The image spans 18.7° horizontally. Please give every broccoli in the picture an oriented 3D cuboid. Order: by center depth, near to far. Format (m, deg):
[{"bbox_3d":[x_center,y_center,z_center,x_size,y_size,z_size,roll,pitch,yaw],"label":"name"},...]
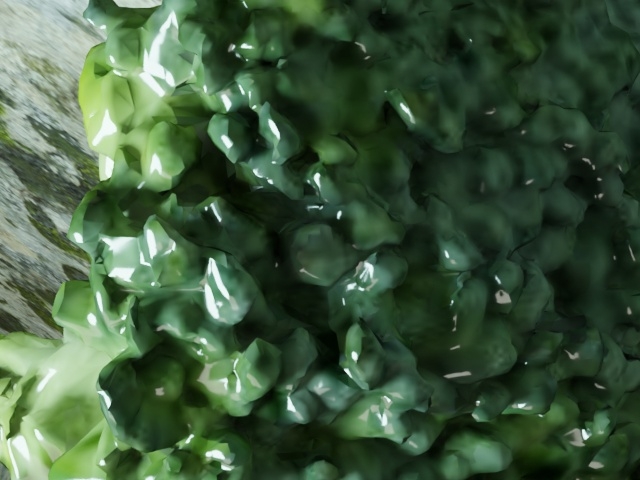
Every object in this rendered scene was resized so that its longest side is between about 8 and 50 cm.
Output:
[{"bbox_3d":[-0.005,-0.012,0.680,0.348,0.293,0.281,56,157,-8],"label":"broccoli"}]
